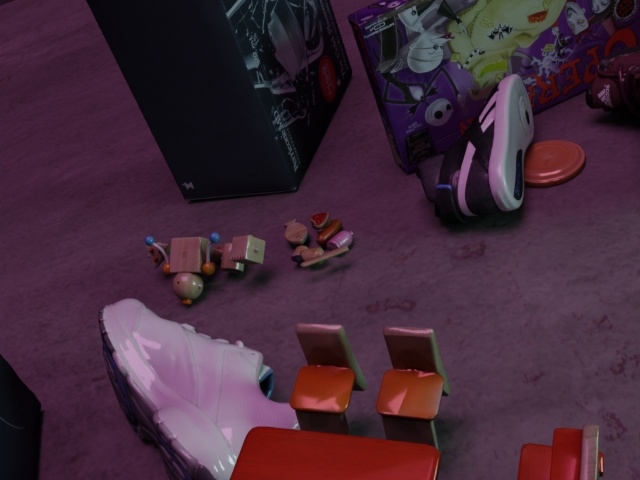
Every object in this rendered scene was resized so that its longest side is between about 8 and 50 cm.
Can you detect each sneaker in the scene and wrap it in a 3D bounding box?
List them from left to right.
[{"bbox_3d":[-0.120,0.140,0.785,0.129,0.111,0.297,-24,39,-25],"label":"sneaker"},{"bbox_3d":[0.171,-0.108,0.945,0.121,0.079,0.217,-13,36,30],"label":"sneaker"},{"bbox_3d":[0.357,-0.144,0.897,0.162,0.106,0.281,1,30,38],"label":"sneaker"}]

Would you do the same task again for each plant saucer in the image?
[{"bbox_3d":[0.258,-0.090,0.941,0.083,0.013,0.083,-15,35,11],"label":"plant saucer"}]

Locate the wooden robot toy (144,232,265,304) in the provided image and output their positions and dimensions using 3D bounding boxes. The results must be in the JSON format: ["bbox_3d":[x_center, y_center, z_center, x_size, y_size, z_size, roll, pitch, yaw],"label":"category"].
[{"bbox_3d":[-0.140,0.038,0.966,0.173,0.076,0.079,-2,75,27],"label":"wooden robot toy"}]

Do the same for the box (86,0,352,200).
[{"bbox_3d":[-0.117,-0.284,1.122,0.178,0.343,0.313,-3,39,24],"label":"box"}]

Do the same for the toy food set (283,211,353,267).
[{"bbox_3d":[0.000,0.000,0.961,0.077,0.019,0.122,-21,27,2],"label":"toy food set"}]

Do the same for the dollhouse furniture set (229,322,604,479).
[{"bbox_3d":[0.055,0.175,0.561,0.259,0.135,0.262,0,47,21],"label":"dollhouse furniture set"}]

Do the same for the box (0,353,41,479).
[{"bbox_3d":[-0.454,0.177,0.575,0.297,0.472,0.480,-23,34,-1],"label":"box"}]

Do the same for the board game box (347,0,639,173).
[{"bbox_3d":[0.223,-0.243,0.996,0.346,0.208,0.056,-26,37,-4],"label":"board game box"}]
